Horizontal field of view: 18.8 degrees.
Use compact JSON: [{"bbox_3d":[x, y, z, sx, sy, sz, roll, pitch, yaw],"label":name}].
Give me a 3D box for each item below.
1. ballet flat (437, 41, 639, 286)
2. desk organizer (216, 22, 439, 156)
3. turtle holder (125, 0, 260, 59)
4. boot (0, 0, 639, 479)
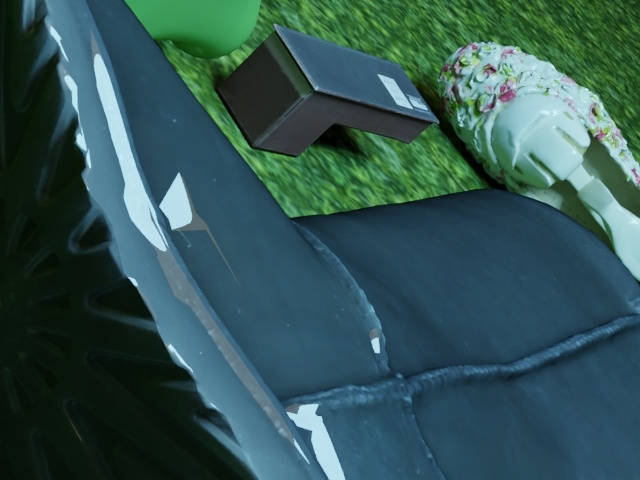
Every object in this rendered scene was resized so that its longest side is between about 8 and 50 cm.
[{"bbox_3d":[0.173,-0.036,1.244,0.241,0.091,0.077,44,6,-5],"label":"ballet flat"},{"bbox_3d":[0.005,-0.075,1.063,0.130,0.050,0.047,9,44,-57],"label":"desk organizer"},{"bbox_3d":[-0.091,-0.214,0.870,0.320,0.243,0.227,12,40,-53],"label":"turtle holder"},{"bbox_3d":[0.001,0.002,0.793,0.445,0.146,0.367,-8,68,-59],"label":"boot"}]
